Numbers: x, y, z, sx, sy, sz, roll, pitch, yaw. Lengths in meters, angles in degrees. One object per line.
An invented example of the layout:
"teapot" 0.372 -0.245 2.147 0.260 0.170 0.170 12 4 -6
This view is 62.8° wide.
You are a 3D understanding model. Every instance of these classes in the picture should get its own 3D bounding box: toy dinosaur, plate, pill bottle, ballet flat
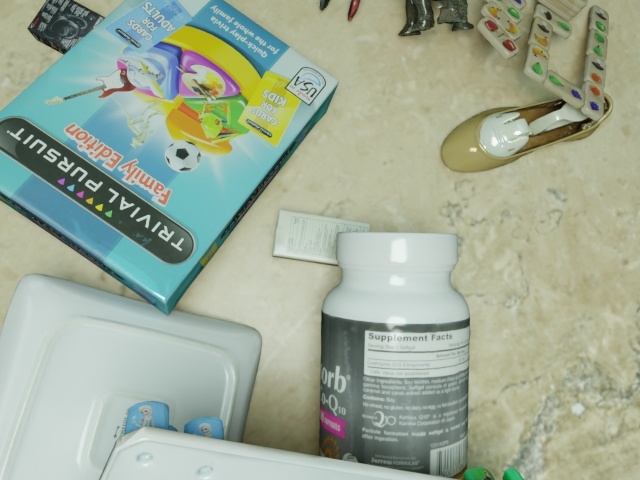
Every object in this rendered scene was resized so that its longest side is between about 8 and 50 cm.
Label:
"toy dinosaur" 0.144 -0.341 0.637 0.121 0.313 0.160 1 106 20
"plate" -0.196 0.195 0.532 0.278 0.045 0.277 20 66 -28
"pill bottle" 0.080 0.130 0.573 0.162 0.162 0.278 1 90 -6
"ballet flat" 0.273 -0.152 0.690 0.233 0.073 0.080 -19 87 -8

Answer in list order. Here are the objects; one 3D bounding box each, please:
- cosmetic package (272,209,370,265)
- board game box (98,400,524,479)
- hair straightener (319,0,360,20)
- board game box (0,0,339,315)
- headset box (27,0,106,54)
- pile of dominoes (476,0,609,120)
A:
"cosmetic package" 0.000 0.000 0.657 0.115 0.041 0.060 10 83 -5
"board game box" -0.041 0.330 0.467 0.390 0.050 0.389 20 109 -23
"hair straightener" 0.034 -0.415 0.711 0.089 0.047 0.230 16 81 -4
"board game box" -0.174 -0.126 0.601 0.254 0.079 0.336 34 67 -1
"headset box" -0.311 -0.265 0.662 0.083 0.032 0.062 28 81 -3
"pile of dominoes" 0.305 -0.294 0.678 0.196 0.040 0.251 28 57 -10
